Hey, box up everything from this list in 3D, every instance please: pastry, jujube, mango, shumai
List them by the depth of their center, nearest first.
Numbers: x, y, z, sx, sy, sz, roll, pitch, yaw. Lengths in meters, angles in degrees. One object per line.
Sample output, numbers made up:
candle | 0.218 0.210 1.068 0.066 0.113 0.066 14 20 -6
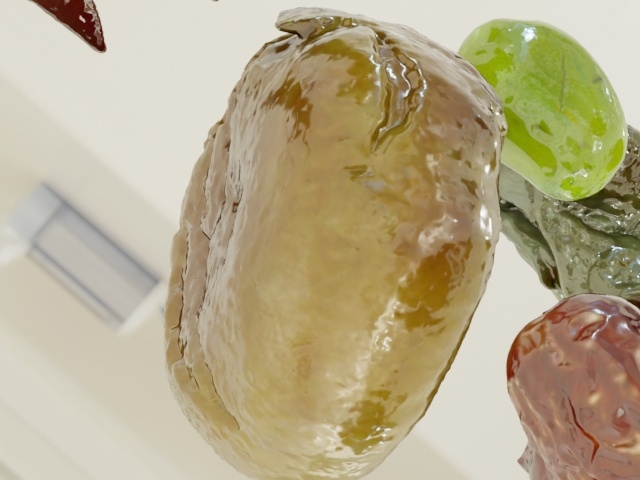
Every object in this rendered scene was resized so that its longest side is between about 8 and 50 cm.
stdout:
jujube | 0.178 0.109 1.037 0.112 0.176 0.109 -45 165 31
pastry | 0.000 0.000 1.272 0.356 0.164 0.356 -54 -155 40
mango | 0.176 -0.107 1.484 0.117 0.163 0.089 -42 167 -24
shumai | 0.233 -0.012 1.861 0.222 0.272 0.203 63 44 -62

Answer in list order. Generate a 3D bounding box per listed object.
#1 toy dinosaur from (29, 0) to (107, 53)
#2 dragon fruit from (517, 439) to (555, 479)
toy dinosaur | -0.208 -0.184 1.285 0.206 0.113 0.327 -51 175 -23
dragon fruit | 0.305 0.228 1.644 0.330 0.302 0.240 82 24 -59
